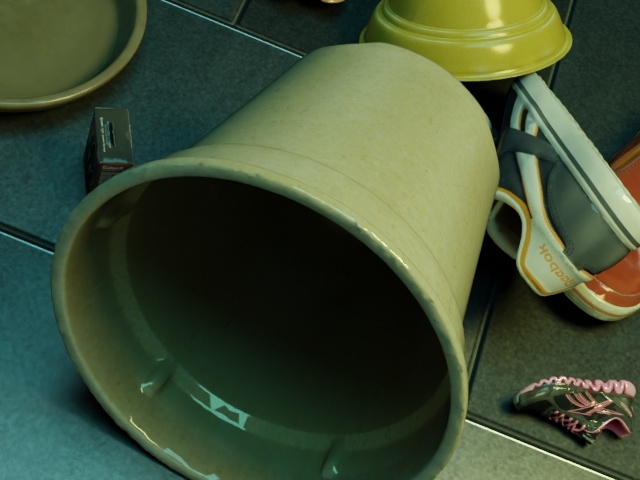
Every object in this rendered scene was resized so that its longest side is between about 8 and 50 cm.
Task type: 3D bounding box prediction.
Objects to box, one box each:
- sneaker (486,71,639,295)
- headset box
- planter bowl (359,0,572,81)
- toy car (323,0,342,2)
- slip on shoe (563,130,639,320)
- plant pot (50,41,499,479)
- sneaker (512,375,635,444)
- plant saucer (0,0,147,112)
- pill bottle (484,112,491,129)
[{"bbox_3d":[0.205,-0.060,1.323,0.126,0.127,0.321,47,14,-20],"label":"sneaker"},{"bbox_3d":[-0.190,-0.075,1.253,0.032,0.083,0.062,0,58,-18],"label":"headset box"},{"bbox_3d":[0.146,-0.244,1.412,0.217,0.090,0.217,-2,30,1],"label":"planter bowl"},{"bbox_3d":[-0.019,-0.364,1.469,0.210,0.219,0.238,-32,100,-33],"label":"toy car"},{"bbox_3d":[0.332,-0.049,1.390,0.123,0.101,0.331,38,56,8],"label":"slip on shoe"},{"bbox_3d":[0.000,0.000,1.145,0.334,0.333,0.305,29,42,3],"label":"plant pot"},{"bbox_3d":[0.231,0.154,1.258,0.119,0.047,0.057,3,67,-14],"label":"sneaker"},{"bbox_3d":[-0.308,-0.228,1.349,0.278,0.041,0.277,8,55,-12],"label":"plant saucer"},{"bbox_3d":[0.111,-0.068,1.346,0.078,0.078,0.137,25,53,0],"label":"pill bottle"}]
